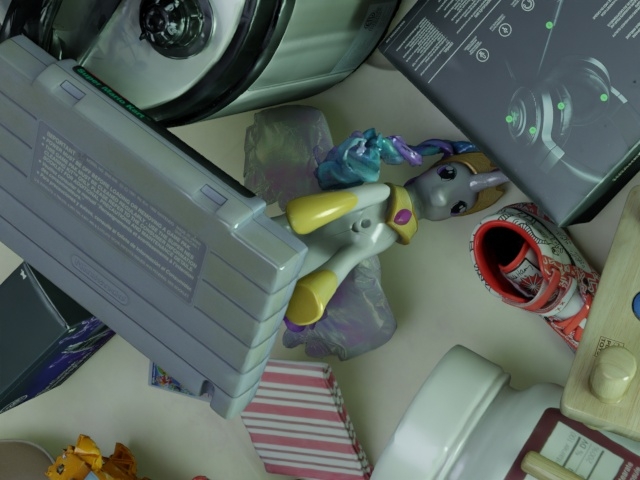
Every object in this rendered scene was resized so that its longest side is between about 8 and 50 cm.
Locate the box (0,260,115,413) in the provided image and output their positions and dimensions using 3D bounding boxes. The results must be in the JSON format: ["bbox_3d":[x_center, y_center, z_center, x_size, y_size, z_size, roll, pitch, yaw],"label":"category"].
[{"bbox_3d":[-0.336,0.106,1.839,0.261,0.184,0.103,-41,78,36],"label":"box"}]

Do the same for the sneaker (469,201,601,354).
[{"bbox_3d":[0.257,0.075,1.540,0.090,0.145,0.270,-45,74,23],"label":"sneaker"}]

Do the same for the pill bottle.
[{"bbox_3d":[0.256,0.283,1.513,0.392,0.224,0.224,31,112,13],"label":"pill bottle"}]

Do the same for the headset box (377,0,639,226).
[{"bbox_3d":[0.248,-0.184,1.503,0.283,0.131,0.246,45,108,15],"label":"headset box"}]

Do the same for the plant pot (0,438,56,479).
[{"bbox_3d":[-0.411,0.423,1.930,0.284,0.284,0.191,-6,130,29],"label":"plant pot"}]

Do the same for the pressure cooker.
[{"bbox_3d":[-0.138,-0.303,1.544,0.375,0.420,0.370,0,102,29],"label":"pressure cooker"}]

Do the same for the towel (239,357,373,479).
[{"bbox_3d":[-0.027,0.204,1.742,0.144,0.029,0.197,3,131,29],"label":"towel"}]

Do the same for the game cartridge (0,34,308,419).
[{"bbox_3d":[-0.180,-0.015,1.425,0.355,0.068,0.230,37,131,16],"label":"game cartridge"}]

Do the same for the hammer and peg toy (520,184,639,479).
[{"bbox_3d":[0.351,0.131,1.386,0.265,0.127,0.361,19,64,11],"label":"hammer and peg toy"}]

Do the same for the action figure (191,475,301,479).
[{"bbox_3d":[-0.029,0.345,1.794,0.280,0.139,0.091,33,111,-4],"label":"action figure"}]

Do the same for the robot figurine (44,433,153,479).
[{"bbox_3d":[-0.188,0.353,1.819,0.291,0.211,0.085,37,91,21],"label":"robot figurine"}]

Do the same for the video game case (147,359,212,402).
[{"bbox_3d":[-0.157,0.150,1.866,0.122,0.011,0.087,12,105,27],"label":"video game case"}]

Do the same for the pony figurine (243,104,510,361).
[{"bbox_3d":[0.000,0.000,1.599,0.351,0.363,0.303,-15,97,45],"label":"pony figurine"}]
